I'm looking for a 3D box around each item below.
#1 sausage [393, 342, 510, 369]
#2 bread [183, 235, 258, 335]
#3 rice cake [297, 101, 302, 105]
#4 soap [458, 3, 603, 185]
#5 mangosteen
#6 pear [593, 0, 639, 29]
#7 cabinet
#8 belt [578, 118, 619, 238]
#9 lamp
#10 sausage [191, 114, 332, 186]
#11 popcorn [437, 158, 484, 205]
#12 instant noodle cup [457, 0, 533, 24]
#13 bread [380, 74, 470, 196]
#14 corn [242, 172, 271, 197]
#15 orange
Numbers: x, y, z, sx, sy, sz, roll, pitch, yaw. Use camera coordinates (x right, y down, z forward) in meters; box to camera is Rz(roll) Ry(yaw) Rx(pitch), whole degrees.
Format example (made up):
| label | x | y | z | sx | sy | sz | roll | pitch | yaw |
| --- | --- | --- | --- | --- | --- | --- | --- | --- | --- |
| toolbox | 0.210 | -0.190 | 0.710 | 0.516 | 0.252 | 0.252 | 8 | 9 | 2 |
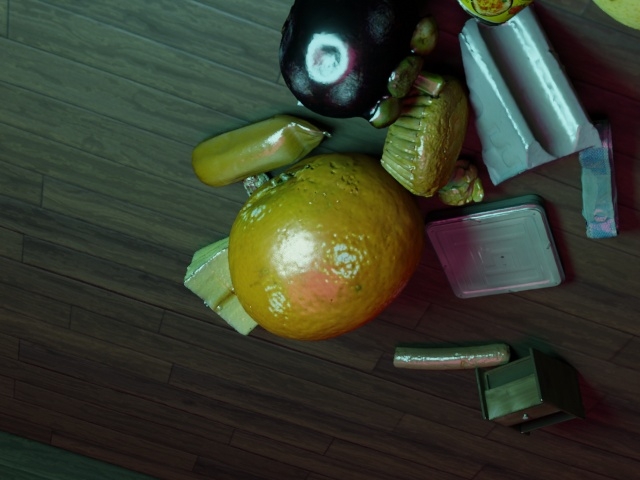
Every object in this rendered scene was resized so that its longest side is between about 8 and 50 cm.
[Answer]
| label | x | y | z | sx | sy | sz | roll | pitch | yaw |
| --- | --- | --- | --- | --- | --- | --- | --- | --- | --- |
| sausage | 0.342 | 0.303 | 2.239 | 0.301 | 0.066 | 0.066 | -5 | 133 | 19 |
| bread | -0.186 | 0.102 | 2.111 | 0.178 | 0.135 | 0.240 | -24 | 122 | 33 |
| rice cake | 0.043 | -0.273 | 1.742 | 0.180 | 0.042 | 0.030 | 11 | 134 | 2 |
| soap | 0.364 | -0.264 | 1.630 | 0.159 | 0.258 | 0.302 | -24 | 88 | -4 |
| mangosteen | 0.081 | -0.332 | 1.513 | 0.302 | 0.275 | 0.275 | 26 | 135 | -3 |
| pear | 0.516 | -0.463 | 1.264 | 0.309 | 0.309 | 0.309 | 7 | 136 | 7 |
| cabinet | 0.530 | 0.391 | 2.177 | 0.175 | 0.148 | 0.215 | -28 | 141 | 35 |
| belt | 0.561 | -0.115 | 1.742 | 0.072 | 0.087 | 0.302 | -7 | 133 | 16 |
| lamp | 0.397 | 0.022 | 1.951 | 0.269 | 0.047 | 0.266 | -10 | 133 | 23 |
| sausage | -0.121 | -0.197 | 1.814 | 0.328 | 0.112 | 0.112 | -14 | 130 | 25 |
| popcorn | 0.289 | -0.114 | 1.807 | 0.109 | 0.097 | 0.089 | -17 | 127 | 46 |
| instant noodle cup | 0.304 | -0.454 | 1.411 | 0.182 | 0.182 | 0.144 | 27 | 144 | -13 |
| bread | 0.201 | -0.203 | 1.644 | 0.139 | 0.240 | 0.240 | 16 | 137 | 14 |
| corn | -0.103 | -0.076 | 1.959 | 0.079 | 0.079 | 0.237 | -14 | 127 | 26 |
| orange | 0.000 | 0.000 | 1.761 | 0.424 | 0.424 | 0.326 | -22 | 119 | 31 |
